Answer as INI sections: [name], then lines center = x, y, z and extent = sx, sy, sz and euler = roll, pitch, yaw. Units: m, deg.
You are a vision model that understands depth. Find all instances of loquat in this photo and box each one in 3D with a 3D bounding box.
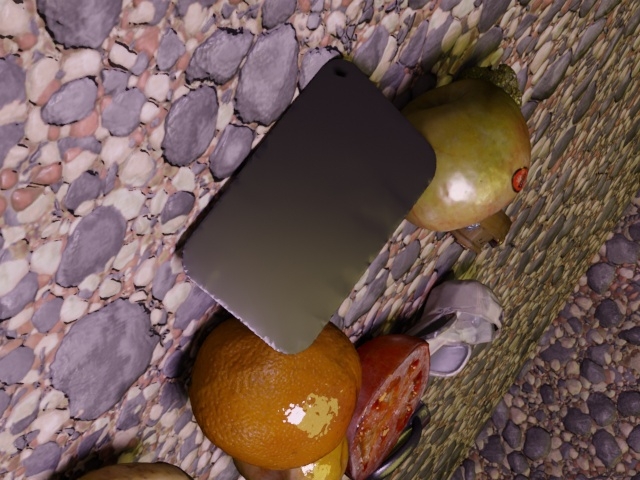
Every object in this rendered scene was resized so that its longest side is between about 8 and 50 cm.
[loquat]
center = -0.054, 0.370, 1.701
extent = 0.213, 0.213, 0.213
euler = -42, 153, -28

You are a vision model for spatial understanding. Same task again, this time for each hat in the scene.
[hat]
center = 0.280, 0.193, 2.196
extent = 0.275, 0.161, 0.232
euler = -31, 142, 1

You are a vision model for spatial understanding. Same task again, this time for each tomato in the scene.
[tomato]
center = 0.097, 0.326, 2.017
extent = 0.338, 0.144, 0.338
euler = -46, 153, -32

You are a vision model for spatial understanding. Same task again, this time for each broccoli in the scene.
[broccoli]
center = 0.287, -0.246, 1.693
extent = 0.120, 0.130, 0.131
euler = -97, 173, -64

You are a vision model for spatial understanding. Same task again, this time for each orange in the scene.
[orange]
center = -0.070, 0.220, 1.449
extent = 0.264, 0.264, 0.264
euler = -42, 153, -28

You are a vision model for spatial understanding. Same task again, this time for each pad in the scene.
[pad]
center = 0.004, -0.027, 1.367
extent = 0.315, 0.063, 0.375
euler = 44, 77, -25

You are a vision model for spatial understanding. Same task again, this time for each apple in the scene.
[apple]
center = 0.209, -0.136, 1.529
extent = 0.261, 0.261, 0.194
euler = -40, 118, -32

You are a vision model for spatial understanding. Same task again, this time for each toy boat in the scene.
[toy boat]
center = 0.342, -0.032, 2.086
extent = 0.121, 0.089, 0.321
euler = -51, 158, 4

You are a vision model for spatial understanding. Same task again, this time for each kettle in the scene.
[kettle]
center = 0.141, 0.452, 2.205
extent = 0.232, 0.202, 0.144
euler = -44, 124, -22

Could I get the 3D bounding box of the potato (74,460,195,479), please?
[potato]
center = -0.308, 0.429, 1.323
extent = 0.285, 0.242, 0.242
euler = -38, 157, 8
